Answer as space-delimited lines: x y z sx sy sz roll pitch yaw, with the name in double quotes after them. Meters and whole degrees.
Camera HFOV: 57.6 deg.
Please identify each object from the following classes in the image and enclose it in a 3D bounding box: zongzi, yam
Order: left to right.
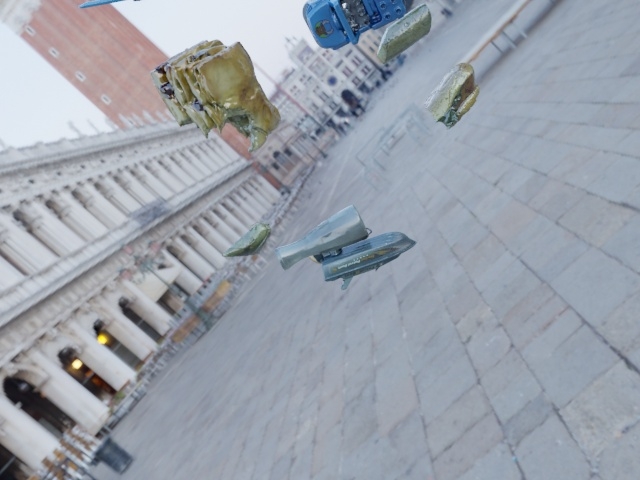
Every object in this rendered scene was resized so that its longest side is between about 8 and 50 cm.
-0.193 0.000 1.542 0.119 0.055 0.109 -11 -35 -45 "zongzi"
0.185 -0.467 1.316 0.146 0.070 0.070 -33 9 10 "yam"

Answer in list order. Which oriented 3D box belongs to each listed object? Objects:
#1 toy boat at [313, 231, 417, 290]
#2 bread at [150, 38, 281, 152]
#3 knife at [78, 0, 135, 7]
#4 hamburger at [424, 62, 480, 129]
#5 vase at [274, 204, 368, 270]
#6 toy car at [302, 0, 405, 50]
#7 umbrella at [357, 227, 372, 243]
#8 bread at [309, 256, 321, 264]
0.114 0.042 1.402 0.246 0.103 0.093 -19 15 9 "toy boat"
-0.287 -0.439 1.767 0.191 0.370 0.314 -25 21 40 "bread"
-0.631 -0.780 1.878 0.296 0.026 0.044 -13 34 -4 "knife"
0.492 -0.540 2.126 0.211 0.132 0.309 -52 6 30 "hamburger"
0.000 0.000 1.356 0.214 0.086 0.086 -26 8 1 "vase"
0.063 -0.414 1.048 0.191 0.097 0.100 -21 33 18 "toy car"
0.110 0.016 1.761 0.269 0.044 0.044 -44 -19 -56 "umbrella"
0.017 0.038 2.019 0.154 0.054 0.136 -40 36 21 "bread"
